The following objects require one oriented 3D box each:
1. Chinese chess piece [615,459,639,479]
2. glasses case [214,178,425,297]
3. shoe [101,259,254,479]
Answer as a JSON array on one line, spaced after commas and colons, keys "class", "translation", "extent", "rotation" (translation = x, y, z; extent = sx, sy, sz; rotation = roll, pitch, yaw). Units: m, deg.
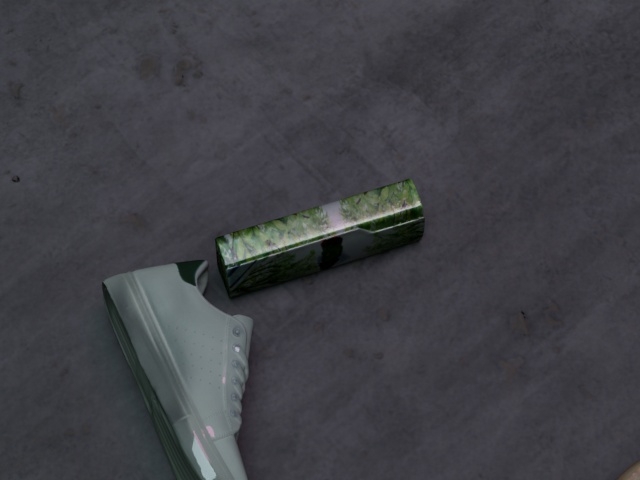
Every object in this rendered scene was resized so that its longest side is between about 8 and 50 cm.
[{"class": "Chinese chess piece", "translation": [0.455, 0.375, 1.825], "extent": [0.273, 0.102, 0.273], "rotation": [-1, 62, 1]}, {"class": "glasses case", "translation": [0.000, 0.000, 2.021], "extent": [0.272, 0.095, 0.062], "rotation": [-18, 68, -9]}, {"class": "shoe", "translation": [-0.138, 0.175, 1.917], "extent": [0.160, 0.132, 0.363], "rotation": [-21, 61, -16]}]
